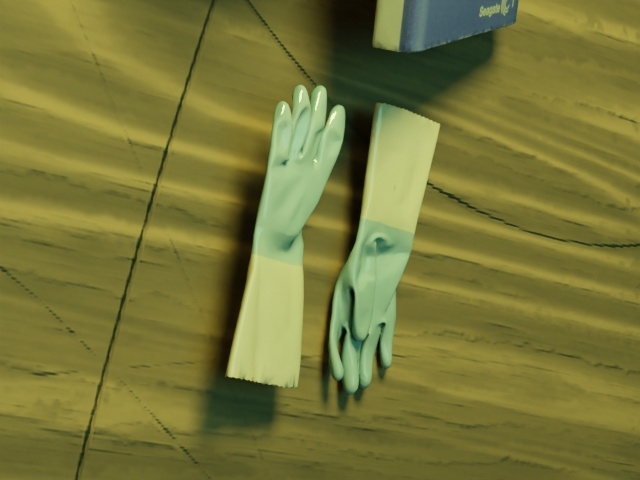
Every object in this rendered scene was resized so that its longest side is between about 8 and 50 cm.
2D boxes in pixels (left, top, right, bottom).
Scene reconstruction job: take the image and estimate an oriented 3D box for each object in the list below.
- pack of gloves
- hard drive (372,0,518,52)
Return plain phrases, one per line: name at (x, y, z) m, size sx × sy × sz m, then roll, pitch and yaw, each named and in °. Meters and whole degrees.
pack of gloves at (0.000, 0.000, 1.507) m, size 0.195 × 0.046 × 0.232 m, roll 15°, pitch 85°, yaw -51°
hard drive at (0.115, -0.314, 1.486) m, size 0.210 × 0.040 × 0.318 m, roll -24°, pitch 123°, yaw -60°
